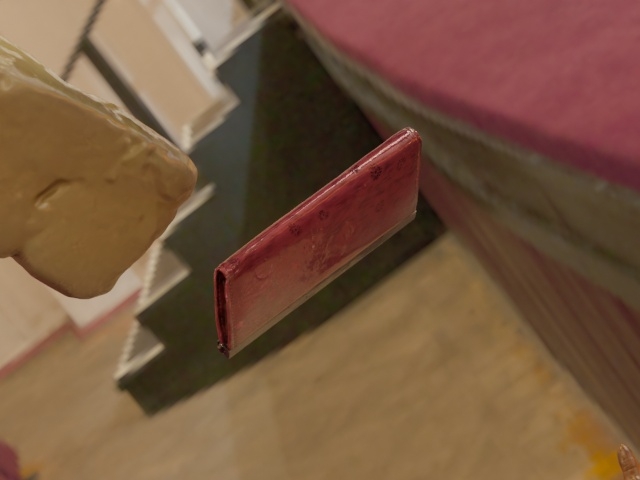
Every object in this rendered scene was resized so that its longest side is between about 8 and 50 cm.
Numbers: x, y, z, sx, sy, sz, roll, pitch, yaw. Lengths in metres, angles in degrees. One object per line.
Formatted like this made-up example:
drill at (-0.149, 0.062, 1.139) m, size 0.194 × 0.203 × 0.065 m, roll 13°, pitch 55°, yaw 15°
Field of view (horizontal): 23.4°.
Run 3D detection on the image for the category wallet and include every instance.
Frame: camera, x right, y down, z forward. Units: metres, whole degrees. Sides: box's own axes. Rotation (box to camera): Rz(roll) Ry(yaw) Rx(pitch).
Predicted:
wallet at (0.000, 0.000, 1.333) m, size 0.232 × 0.025 × 0.119 m, roll -37°, pitch -29°, yaw -27°

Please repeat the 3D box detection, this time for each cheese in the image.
cheese at (-0.235, -0.061, 1.241) m, size 0.159 × 0.263 × 0.093 m, roll -55°, pitch 39°, yaw 5°

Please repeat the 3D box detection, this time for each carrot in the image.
carrot at (0.376, 0.310, 1.766) m, size 0.035 × 0.165 × 0.036 m, roll -22°, pitch -17°, yaw -7°
